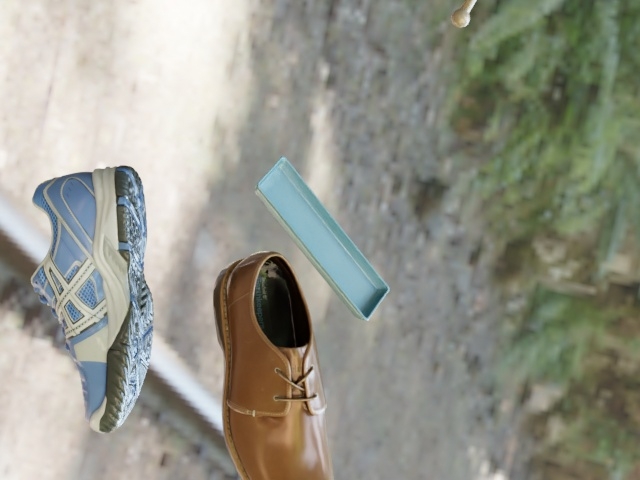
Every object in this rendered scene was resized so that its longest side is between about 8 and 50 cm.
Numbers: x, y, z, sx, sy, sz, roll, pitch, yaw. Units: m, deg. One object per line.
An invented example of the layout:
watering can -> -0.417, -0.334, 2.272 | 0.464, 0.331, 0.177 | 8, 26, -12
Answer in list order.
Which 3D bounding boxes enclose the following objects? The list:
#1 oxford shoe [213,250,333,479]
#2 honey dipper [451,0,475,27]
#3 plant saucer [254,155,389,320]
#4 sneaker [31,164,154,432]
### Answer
oxford shoe -> -0.029, 0.110, 1.261 | 0.076, 0.076, 0.212 | -30, -108, 63
honey dipper -> 0.172, -0.279, 1.702 | 0.160, 0.030, 0.030 | -62, 166, 0
plant saucer -> 0.000, 0.000, 1.888 | 0.192, 0.018, 0.067 | 52, 40, -11
sneaker -> -0.177, 0.045, 1.352 | 0.080, 0.081, 0.211 | -49, 139, -78
